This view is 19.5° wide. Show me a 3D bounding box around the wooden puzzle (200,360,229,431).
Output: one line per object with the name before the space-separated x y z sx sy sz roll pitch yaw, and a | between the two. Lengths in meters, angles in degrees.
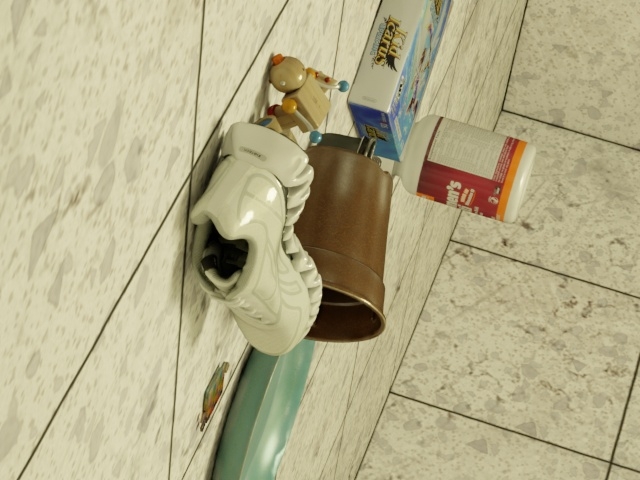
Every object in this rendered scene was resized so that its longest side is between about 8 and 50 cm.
wooden puzzle | -0.114 0.163 1.994 0.083 0.006 0.049 -64 168 -46

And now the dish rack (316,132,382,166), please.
dish rack | 0.018 -0.029 2.243 0.271 0.074 0.208 -3 110 -81

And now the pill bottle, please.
pill bottle | 0.190 -0.111 2.679 0.121 0.221 0.121 17 90 -82

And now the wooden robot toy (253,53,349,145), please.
wooden robot toy | -0.035 -0.138 1.791 0.079 0.076 0.173 61 33 -26

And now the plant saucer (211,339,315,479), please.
plant saucer | -0.071 0.214 2.258 0.317 0.043 0.318 18 90 -81

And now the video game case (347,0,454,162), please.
video game case | 0.110 -0.251 2.438 0.269 0.061 0.244 62 45 -78

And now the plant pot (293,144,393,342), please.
plant pot | 0.000 0.000 1.946 0.167 0.167 0.165 87 13 -66

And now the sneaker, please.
sneaker | -0.069 0.023 1.725 0.118 0.110 0.292 -58 157 -32
